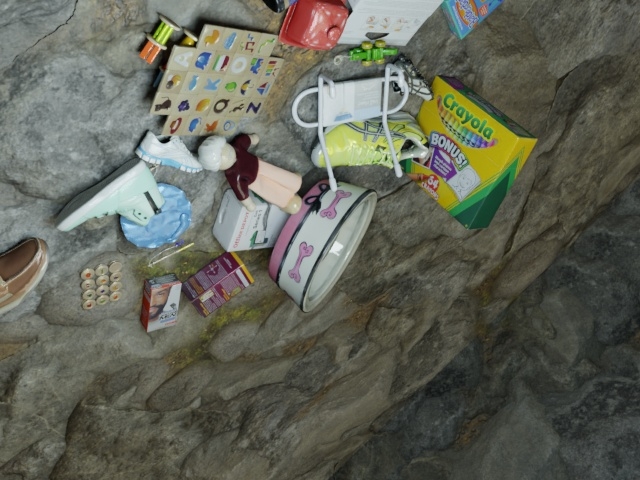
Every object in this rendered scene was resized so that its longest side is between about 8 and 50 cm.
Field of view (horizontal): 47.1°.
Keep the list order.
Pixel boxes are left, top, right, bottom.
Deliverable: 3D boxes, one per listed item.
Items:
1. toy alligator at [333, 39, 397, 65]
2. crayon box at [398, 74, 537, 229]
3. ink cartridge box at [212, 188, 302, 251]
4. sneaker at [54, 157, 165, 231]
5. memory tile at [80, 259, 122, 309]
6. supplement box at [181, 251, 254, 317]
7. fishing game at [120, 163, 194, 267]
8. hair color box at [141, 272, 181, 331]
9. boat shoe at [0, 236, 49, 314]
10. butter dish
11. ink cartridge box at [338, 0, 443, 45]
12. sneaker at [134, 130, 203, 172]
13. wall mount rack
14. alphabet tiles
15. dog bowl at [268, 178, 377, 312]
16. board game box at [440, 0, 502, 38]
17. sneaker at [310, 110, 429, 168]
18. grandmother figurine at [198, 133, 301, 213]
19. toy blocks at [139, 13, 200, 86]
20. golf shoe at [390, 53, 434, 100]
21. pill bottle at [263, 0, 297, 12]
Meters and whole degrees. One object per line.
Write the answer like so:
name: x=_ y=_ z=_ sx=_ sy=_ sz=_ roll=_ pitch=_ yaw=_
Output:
toy alligator: x=0.111 y=-0.494 z=1.935 sx=0.190 sy=0.051 sz=0.056 roll=-13 pitch=124 yaw=-20
crayon box: x=0.418 y=-0.264 z=2.184 sx=0.106 sy=0.363 sz=0.313 roll=-6 pitch=131 yaw=-39
ink cartridge box: x=-0.175 y=-0.062 z=2.075 sx=0.219 sy=0.092 sz=0.160 roll=-8 pitch=132 yaw=-39
sneaker: x=-0.491 y=-0.065 z=1.748 sx=0.256 sy=0.094 sz=0.151 roll=-36 pitch=122 yaw=-11
memory tile: x=-0.581 y=0.119 z=1.956 sx=0.113 sy=0.012 sz=0.148 roll=-16 pitch=137 yaw=-31
supplement box: x=-0.303 y=0.126 z=2.160 sx=0.188 sy=0.081 sz=0.104 roll=-36 pitch=144 yaw=-9
fishing game: x=-0.420 y=-0.067 z=1.878 sx=0.189 sy=0.041 sz=0.264 roll=-31 pitch=129 yaw=-12
hair color box: x=-0.455 y=0.178 z=2.097 sx=0.093 sy=0.053 sz=0.167 roll=-13 pitch=134 yaw=-32
boat shoe: x=-0.766 y=0.106 z=1.684 sx=0.324 sy=0.123 sz=0.116 roll=-42 pitch=142 yaw=-3
butter dish: x=0.005 y=-0.516 z=1.754 sx=0.160 sy=0.118 sz=0.160 roll=-2 pitch=128 yaw=-41
ink cartridge box: x=0.178 y=-0.602 z=1.880 sx=0.275 sy=0.060 sz=0.239 roll=-9 pitch=158 yaw=-37
sneaker: x=-0.348 y=-0.220 z=1.778 sx=0.191 sy=0.071 sz=0.083 roll=8 pitch=116 yaw=-47
wall mount rack: x=0.105 y=-0.311 z=1.986 sx=0.350 sy=0.130 sz=0.304 roll=-13 pitch=125 yaw=-18
alphabet tiles: x=-0.236 y=-0.366 z=1.723 sx=0.342 sy=0.011 sz=0.285 roll=-10 pitch=138 yaw=-50
dog bowl: x=0.000 y=0.000 z=2.137 sx=0.408 sy=0.150 sz=0.408 roll=-54 pitch=166 yaw=-20
board game box: x=0.433 y=-0.686 z=2.034 sx=0.210 sy=0.047 sz=0.160 roll=-43 pitch=144 yaw=2
sneaker: x=0.150 y=-0.278 z=2.108 sx=0.385 sy=0.147 sz=0.145 roll=-18 pitch=140 yaw=-27
grandmother figurine: x=-0.179 y=-0.183 z=1.881 sx=0.104 sy=0.208 sz=0.342 roll=-22 pitch=154 yaw=30
toy blocks: x=-0.342 y=-0.403 z=1.605 sx=0.123 sy=0.054 sz=0.148 roll=18 pitch=114 yaw=-51
golf shoe: x=0.253 y=-0.448 z=2.102 sx=0.094 sy=0.077 sz=0.198 roll=-39 pitch=139 yaw=14
pill bottle: x=-0.040 y=-0.608 z=1.614 sx=0.219 sy=0.123 sz=0.123 roll=-37 pitch=144 yaw=-8
